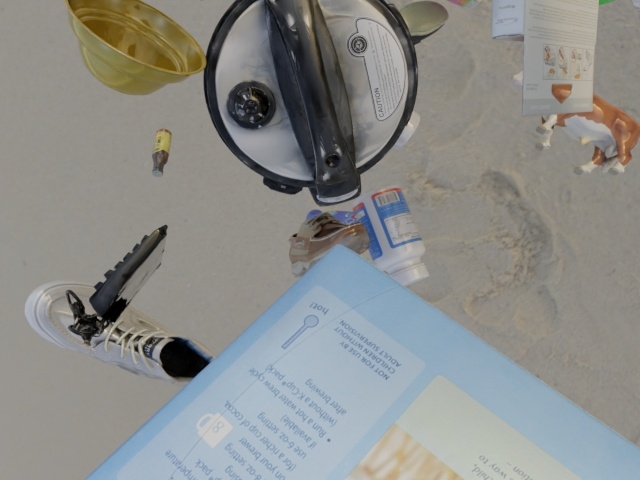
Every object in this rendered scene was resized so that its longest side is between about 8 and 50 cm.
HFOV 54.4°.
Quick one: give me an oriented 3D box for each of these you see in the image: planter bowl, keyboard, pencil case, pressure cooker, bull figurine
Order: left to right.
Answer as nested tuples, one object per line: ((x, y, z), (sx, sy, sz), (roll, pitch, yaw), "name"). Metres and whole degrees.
((-0.162, 0.032, 0.479), (0.038, 0.100, 0.192), (37, 163, -6), "keyboard")
((-0.291, -0.284, 0.941), (0.217, 0.217, 0.090), (46, 120, 14), "planter bowl")
((-0.022, -0.284, 1.122), (0.370, 0.420, 0.375), (30, 105, -13), "pressure cooker")
((0.092, -0.028, 1.798), (0.306, 0.133, 0.119), (3, 111, 35), "pencil case")
((0.545, -0.264, 1.342), (0.311, 0.188, 0.101), (27, 161, 0), "bull figurine")

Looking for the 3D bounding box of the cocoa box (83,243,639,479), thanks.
((0.069, 0.216, 0.362), (0.347, 0.231, 0.228), (35, 154, 28), "cocoa box")

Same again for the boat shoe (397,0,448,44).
((0.181, -0.462, 1.388), (0.084, 0.233, 0.079), (56, 165, 7), "boat shoe")

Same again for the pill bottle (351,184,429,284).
((0.165, -0.005, 1.426), (0.124, 0.124, 0.221), (-27, 78, 37), "pill bottle")

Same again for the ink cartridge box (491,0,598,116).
((0.364, -0.323, 0.994), (0.060, 0.275, 0.238), (10, 107, 43), "ink cartridge box")

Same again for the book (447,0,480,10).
((0.277, -0.551, 1.364), (0.144, 0.096, 0.035), (22, 95, -4), "book")

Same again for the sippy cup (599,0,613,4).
((0.631, -0.681, 1.438), (0.240, 0.305, 0.224), (-3, 121, 34), "sippy cup")

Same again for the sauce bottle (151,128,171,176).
((-0.391, -0.215, 1.525), (0.042, 0.042, 0.128), (-30, 48, 37), "sauce bottle")

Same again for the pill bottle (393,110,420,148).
((0.113, -0.327, 1.499), (0.246, 0.136, 0.136), (31, 126, -15), "pill bottle")

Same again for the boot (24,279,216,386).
((-0.250, 0.127, 0.830), (0.123, 0.258, 0.095), (2, 68, 43), "boot")

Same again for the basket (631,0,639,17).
((0.527, -0.291, 0.638), (0.332, 0.328, 0.266), (-1, 141, 38), "basket")

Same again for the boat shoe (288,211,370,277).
((0.000, 0.000, 1.340), (0.324, 0.123, 0.116), (-27, 79, 63), "boat shoe")
